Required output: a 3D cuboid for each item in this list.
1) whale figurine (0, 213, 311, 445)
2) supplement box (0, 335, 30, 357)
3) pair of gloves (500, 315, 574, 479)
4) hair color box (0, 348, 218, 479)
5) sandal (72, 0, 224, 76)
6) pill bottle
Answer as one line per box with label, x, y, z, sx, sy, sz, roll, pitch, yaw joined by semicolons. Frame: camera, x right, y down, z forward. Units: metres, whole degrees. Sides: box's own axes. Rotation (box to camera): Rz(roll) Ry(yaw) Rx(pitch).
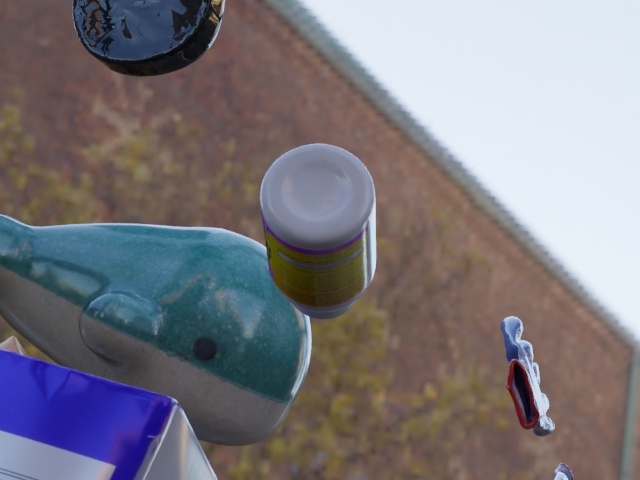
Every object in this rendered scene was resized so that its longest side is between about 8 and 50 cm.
whale figurine;-0.131;0.035;1.356;0.272;0.141;0.216;28;0;2
supplement box;-0.241;0.146;1.030;0.233;0.078;0.080;-28;-59;-6
pair of gloves;0.160;0.153;1.379;0.023;0.198;0.159;-16;2;9
hair color box;-0.103;0.217;0.904;0.110;0.185;0.339;15;-28;19
sandal;-0.150;-0.363;1.685;0.168;0.445;0.107;-11;-23;15
pill bottle;0.000;0.000;0.753;0.043;0.043;0.083;7;-27;6
